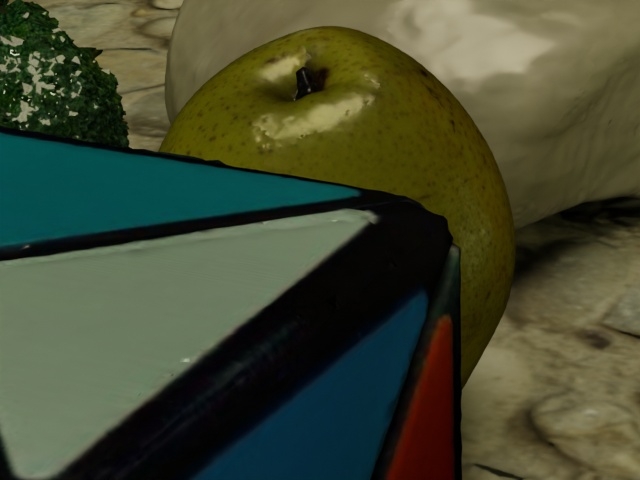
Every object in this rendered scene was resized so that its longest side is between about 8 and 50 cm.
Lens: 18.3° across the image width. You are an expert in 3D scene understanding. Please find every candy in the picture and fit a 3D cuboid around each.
[{"bbox_3d":[0.076,-0.137,1.280,0.386,0.186,0.427,-16,23,-22],"label":"candy"}]

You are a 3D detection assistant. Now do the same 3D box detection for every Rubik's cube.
[{"bbox_3d":[-0.111,0.119,0.605,0.250,0.246,0.248,10,24,26],"label":"Rubik's cube"}]

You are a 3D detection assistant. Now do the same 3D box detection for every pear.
[{"bbox_3d":[-0.001,0.000,0.946,0.198,0.198,0.198,-1,23,1],"label":"pear"}]

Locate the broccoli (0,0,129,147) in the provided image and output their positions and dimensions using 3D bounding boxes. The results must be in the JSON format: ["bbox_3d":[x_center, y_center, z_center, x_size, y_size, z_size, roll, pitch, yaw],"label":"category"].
[{"bbox_3d":[-0.217,-0.044,1.046,0.254,0.269,0.269,6,24,4],"label":"broccoli"}]
